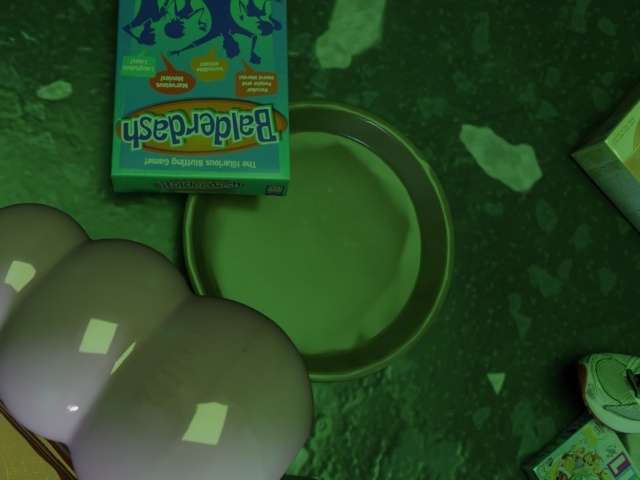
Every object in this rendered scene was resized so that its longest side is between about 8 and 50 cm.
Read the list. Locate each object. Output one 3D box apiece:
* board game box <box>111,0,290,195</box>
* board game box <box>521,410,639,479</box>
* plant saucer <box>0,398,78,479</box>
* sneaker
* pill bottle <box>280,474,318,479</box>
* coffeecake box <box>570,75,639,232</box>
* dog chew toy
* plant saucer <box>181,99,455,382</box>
[{"bbox_3d":[-0.110,-0.148,0.845,0.160,0.047,0.210,0,73,-9],"label":"board game box"},{"bbox_3d":[0.294,0.273,0.955,0.103,0.026,0.154,-34,93,-19],"label":"board game box"},{"bbox_3d":[-0.333,0.205,0.755,0.258,0.047,0.259,-43,96,-18],"label":"plant saucer"},{"bbox_3d":[0.370,0.152,0.952,0.225,0.093,0.088,10,55,-18],"label":"sneaker"},{"bbox_3d":[-0.039,0.295,0.814,0.087,0.087,0.160,7,80,-17],"label":"pill bottle"},{"bbox_3d":[0.397,-0.082,1.015,0.185,0.068,0.142,46,71,-7],"label":"coffeecake box"},{"bbox_3d":[-0.169,0.094,0.748,0.332,0.206,0.207,39,73,1],"label":"dog chew toy"},{"bbox_3d":[0.000,0.000,0.892,0.277,0.041,0.278,2,82,-17],"label":"plant saucer"}]
